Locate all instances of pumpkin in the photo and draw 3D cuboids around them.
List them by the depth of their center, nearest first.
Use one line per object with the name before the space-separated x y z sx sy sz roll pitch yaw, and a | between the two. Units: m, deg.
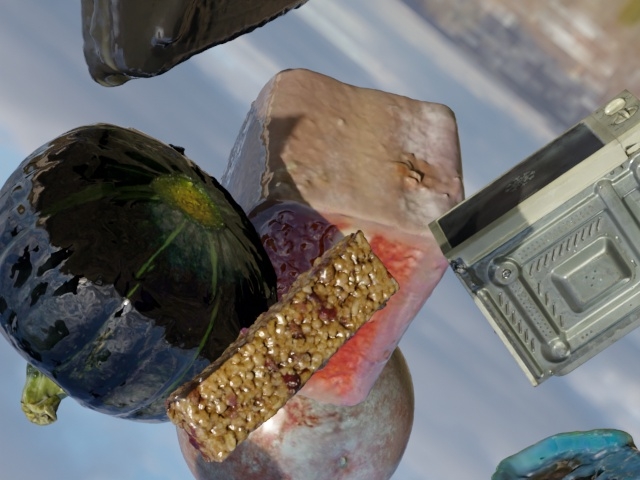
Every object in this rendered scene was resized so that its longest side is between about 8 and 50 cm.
pumpkin | -0.191 0.048 1.825 0.296 0.296 0.296 38 -173 -5

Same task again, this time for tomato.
tomato | -0.034 0.221 2.572 0.316 0.317 0.282 34 -171 -38

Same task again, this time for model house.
model house | 0.307 0.356 2.178 0.237 0.215 0.303 65 170 -13

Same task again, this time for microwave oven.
microwave oven | 0.257 0.003 1.902 0.194 0.240 0.145 55 -175 -14

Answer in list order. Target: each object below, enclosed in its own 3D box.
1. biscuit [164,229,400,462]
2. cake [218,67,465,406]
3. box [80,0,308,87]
biscuit | -0.026 0.078 1.438 0.064 0.199 0.034 52 162 -11
cake | 0.000 0.000 2.135 0.237 0.309 0.230 18 -140 -12
box | -0.098 -0.338 1.737 0.091 0.359 0.350 14 -151 27
